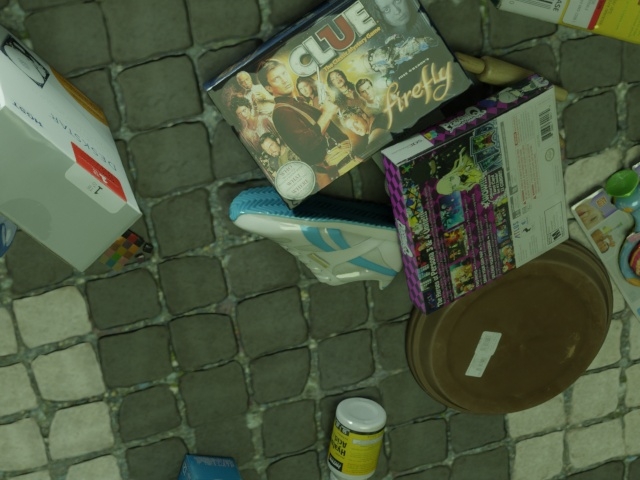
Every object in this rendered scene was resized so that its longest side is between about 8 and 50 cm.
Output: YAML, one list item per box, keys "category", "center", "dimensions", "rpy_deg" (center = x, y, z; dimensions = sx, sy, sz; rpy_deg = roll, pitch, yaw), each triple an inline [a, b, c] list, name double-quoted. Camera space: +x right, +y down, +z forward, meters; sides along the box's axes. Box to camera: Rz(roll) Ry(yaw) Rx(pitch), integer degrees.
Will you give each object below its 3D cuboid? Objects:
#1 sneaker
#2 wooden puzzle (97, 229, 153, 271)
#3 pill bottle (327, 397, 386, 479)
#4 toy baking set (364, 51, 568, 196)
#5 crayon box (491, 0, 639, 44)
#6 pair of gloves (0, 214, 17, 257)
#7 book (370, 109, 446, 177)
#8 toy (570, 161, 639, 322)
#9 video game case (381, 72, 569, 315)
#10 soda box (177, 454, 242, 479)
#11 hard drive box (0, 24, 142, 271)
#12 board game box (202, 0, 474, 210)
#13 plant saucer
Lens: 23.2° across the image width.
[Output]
- category: "sneaker"
  center: [0.000, 0.000, 1.779]
  dimensions: [0.229, 0.087, 0.092]
  rpy_deg: [12, 114, -23]
- category: "wooden puzzle"
  center: [-0.231, 0.006, 1.754]
  dimensions: [0.083, 0.006, 0.049]
  rpy_deg: [35, 105, -32]
- category: "pill bottle"
  center: [0.043, 0.262, 1.968]
  dimensions: [0.065, 0.065, 0.116]
  rpy_deg: [-1, 120, -18]
- category: "toy baking set"
  center: [0.169, -0.117, 1.772]
  dimensions: [0.256, 0.030, 0.197]
  rpy_deg: [19, 104, -31]
- category: "crayon box"
  center: [0.356, -0.316, 1.693]
  dimensions: [0.318, 0.081, 0.202]
  rpy_deg: [12, 116, -18]
- category: "pair of gloves"
  center: [-0.380, -0.039, 1.623]
  dimensions: [0.159, 0.023, 0.198]
  rpy_deg: [-57, 146, 6]
- category: "book"
  center: [0.117, -0.094, 1.797]
  dimensions: [0.096, 0.035, 0.144]
  rpy_deg: [-39, 124, 0]
- category: "toy"
  center: [0.421, 0.008, 1.943]
  dimensions: [0.137, 0.056, 0.237]
  rpy_deg: [-34, 125, 5]
- category: "video game case"
  center: [0.182, -0.050, 1.776]
  dimensions: [0.210, 0.042, 0.232]
  rpy_deg: [-28, 133, -15]
- category: "soda box"
  center: [-0.119, 0.350, 1.879]
  dimensions: [0.067, 0.210, 0.071]
  rpy_deg: [9, 116, -23]
- category: "hard drive box"
  center: [-0.286, -0.100, 1.533]
  dimensions: [0.089, 0.232, 0.181]
  rpy_deg: [-43, 124, 10]
- category: "board game box"
  center: [0.019, -0.168, 1.682]
  dimensions: [0.243, 0.042, 0.165]
  rpy_deg: [-35, 107, 4]
- category: "plant saucer"
  center: [0.243, 0.115, 1.957]
  dimensions: [0.278, 0.041, 0.278]
  rpy_deg: [-8, 125, -12]
